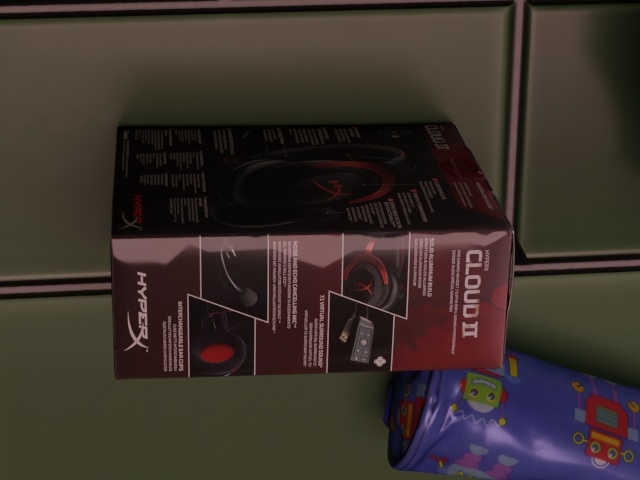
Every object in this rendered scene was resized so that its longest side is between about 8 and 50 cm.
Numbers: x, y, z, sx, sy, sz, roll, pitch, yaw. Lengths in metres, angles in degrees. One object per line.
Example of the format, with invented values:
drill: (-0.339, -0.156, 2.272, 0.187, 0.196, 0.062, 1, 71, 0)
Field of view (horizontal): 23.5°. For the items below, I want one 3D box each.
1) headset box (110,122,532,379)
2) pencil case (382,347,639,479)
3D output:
headset box: (0.000, 0.000, 1.094, 0.293, 0.218, 0.110, -2, 113, -7)
pencil case: (0.197, 0.164, 1.240, 0.306, 0.133, 0.119, 19, 64, -14)
